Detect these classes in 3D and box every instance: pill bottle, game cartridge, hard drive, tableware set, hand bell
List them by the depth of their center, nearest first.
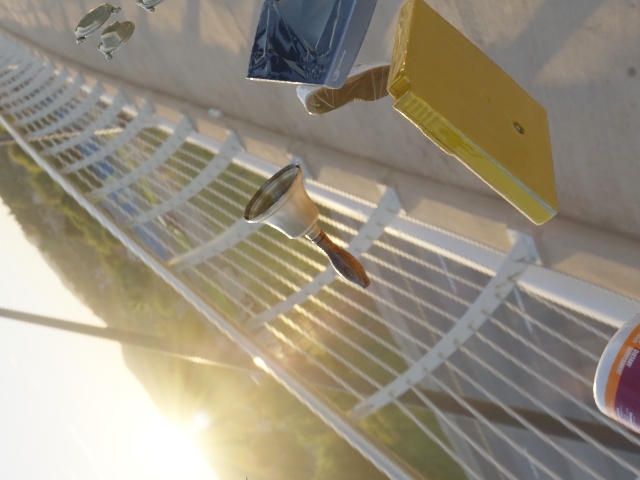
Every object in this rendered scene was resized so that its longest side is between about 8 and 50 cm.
[{"bbox_3d":[0.002,-0.318,0.895,0.172,0.254,0.054,17,-179,43],"label":"hard drive"},{"bbox_3d":[-0.253,-0.307,0.924,0.141,0.169,0.020,47,179,46],"label":"tableware set"},{"bbox_3d":[0.242,-0.209,1.100,0.324,0.285,0.053,34,131,-19],"label":"game cartridge"},{"bbox_3d":[0.000,0.000,1.162,0.242,0.126,0.126,45,167,-22],"label":"hand bell"},{"bbox_3d":[0.700,0.292,1.198,0.392,0.224,0.224,28,152,48],"label":"pill bottle"}]

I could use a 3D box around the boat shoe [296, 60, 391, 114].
[{"bbox_3d":[0.072,-0.386,1.678,0.096,0.277,0.098,55,154,38],"label":"boat shoe"}]

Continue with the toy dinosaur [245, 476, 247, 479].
[{"bbox_3d":[-0.128,0.444,1.029,0.053,0.183,0.092,25,162,1],"label":"toy dinosaur"}]
